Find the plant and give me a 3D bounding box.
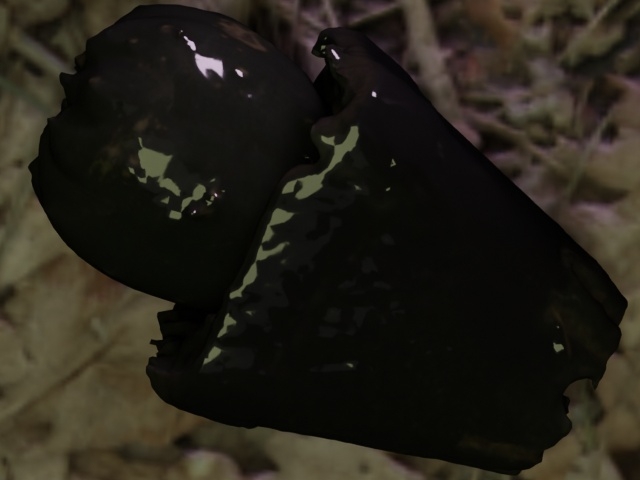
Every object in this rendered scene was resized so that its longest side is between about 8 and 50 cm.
[{"bbox_3d":[0.000,0.000,0.815,0.256,0.142,0.164,28,103,-6],"label":"plant"}]
